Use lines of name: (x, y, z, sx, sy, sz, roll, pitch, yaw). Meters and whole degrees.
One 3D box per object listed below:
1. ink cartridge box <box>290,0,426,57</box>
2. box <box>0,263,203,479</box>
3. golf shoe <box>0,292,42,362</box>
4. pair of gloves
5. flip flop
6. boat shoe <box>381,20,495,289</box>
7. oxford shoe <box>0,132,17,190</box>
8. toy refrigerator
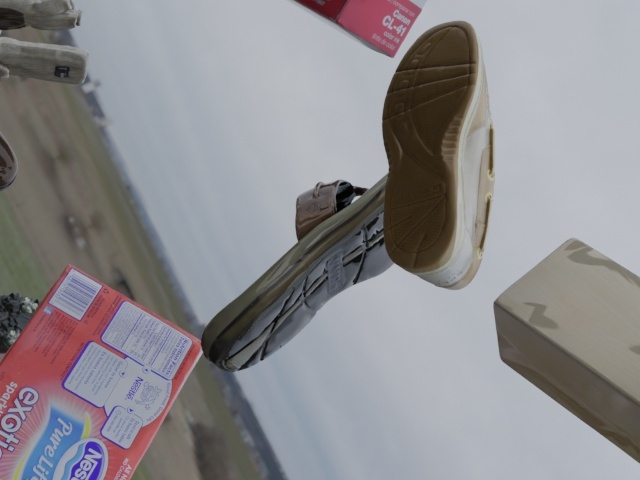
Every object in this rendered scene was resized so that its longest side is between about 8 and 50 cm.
ink cartridge box: (0.063, -0.406, 1.375, 0.131, 0.306, 0.226, 24, 11, -47)
box: (-0.245, 0.194, 1.021, 0.154, 0.300, 0.142, 30, -38, -6)
golf shoe: (-0.447, 0.122, 1.552, 0.273, 0.120, 0.105, 39, 37, -21)
pair of gloves: (-0.298, -0.178, 0.955, 0.240, 0.204, 0.042, 137, -48, -80)
flip flop: (0.000, 0.000, 0.943, 0.080, 0.277, 0.112, 40, -25, 24)
boat shoe: (0.074, -0.049, 0.678, 0.059, 0.063, 0.170, 41, 51, -48)
oxford shoe: (-0.375, -0.135, 1.142, 0.096, 0.082, 0.227, -8, -47, 39)
toy refrigerator: (0.274, 0.117, 0.931, 0.269, 0.102, 0.094, 37, -25, 38)
